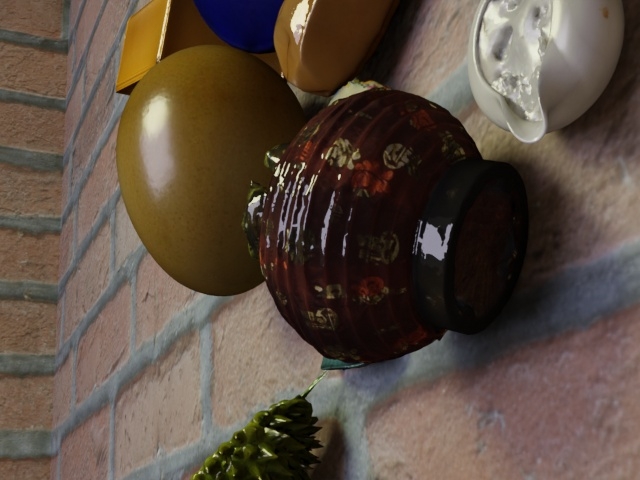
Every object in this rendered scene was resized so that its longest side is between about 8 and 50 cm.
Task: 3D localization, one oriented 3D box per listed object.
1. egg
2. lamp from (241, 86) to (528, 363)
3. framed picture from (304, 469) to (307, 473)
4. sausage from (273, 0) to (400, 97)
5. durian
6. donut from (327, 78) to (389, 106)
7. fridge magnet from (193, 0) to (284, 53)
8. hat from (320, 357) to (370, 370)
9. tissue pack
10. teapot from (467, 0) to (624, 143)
[{"bbox_3d":[-0.133,-0.089,1.092,0.250,0.250,0.322,-16,75,62],"label":"egg"},{"bbox_3d":[0.047,-0.014,0.726,0.247,0.247,0.246,-24,63,61],"label":"lamp"},{"bbox_3d":[-0.044,0.386,1.068,0.184,0.016,0.250,-61,34,38],"label":"framed picture"},{"bbox_3d":[0.028,-0.275,0.942,0.136,0.120,0.241,-100,33,-57],"label":"sausage"},{"bbox_3d":[-0.105,0.307,1.024,0.169,0.158,0.355,-87,20,-47],"label":"durian"},{"bbox_3d":[0.052,-0.087,0.922,0.175,0.068,0.174,-21,65,59],"label":"donut"},{"bbox_3d":[-0.088,-0.368,1.070,0.265,0.113,0.265,27,129,39],"label":"fridge magnet"},{"bbox_3d":[0.019,0.077,0.936,0.191,0.078,0.138,-36,51,57],"label":"hat"},{"bbox_3d":[-0.185,-0.290,1.319,0.274,0.194,0.145,8,87,64],"label":"tissue pack"},{"bbox_3d":[0.171,-0.162,0.664,0.145,0.092,0.226,-51,39,44],"label":"teapot"}]
